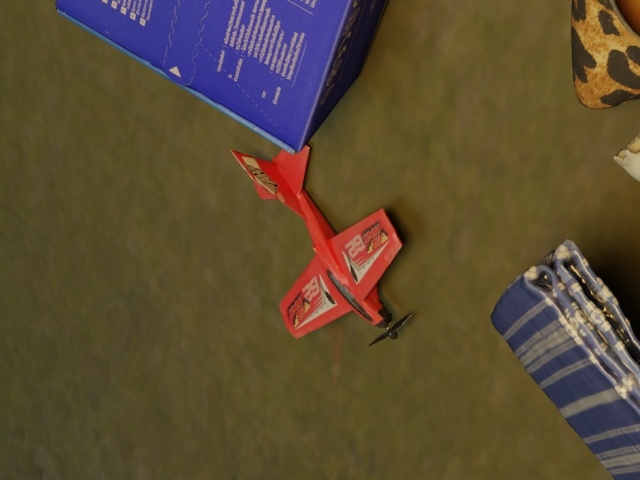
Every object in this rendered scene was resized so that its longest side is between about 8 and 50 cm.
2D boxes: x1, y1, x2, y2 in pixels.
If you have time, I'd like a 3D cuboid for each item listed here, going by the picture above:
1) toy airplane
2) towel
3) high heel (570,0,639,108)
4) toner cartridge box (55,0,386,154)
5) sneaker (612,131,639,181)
[{"bbox_3d":[0.000,0.000,1.174,0.151,0.028,0.151,29,136,31],"label":"toy airplane"},{"bbox_3d":[0.210,0.146,0.970,0.336,0.040,0.243,50,174,7],"label":"towel"},{"bbox_3d":[0.152,-0.087,0.779,0.093,0.186,0.261,24,142,-8],"label":"high heel"},{"bbox_3d":[-0.029,-0.200,0.944,0.165,0.075,0.348,32,147,7],"label":"toner cartridge box"},{"bbox_3d":[0.257,-0.035,0.790,0.146,0.102,0.293,55,152,-4],"label":"sneaker"}]
